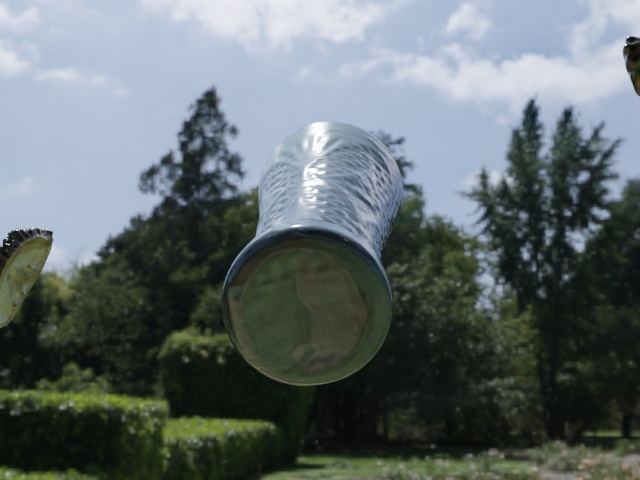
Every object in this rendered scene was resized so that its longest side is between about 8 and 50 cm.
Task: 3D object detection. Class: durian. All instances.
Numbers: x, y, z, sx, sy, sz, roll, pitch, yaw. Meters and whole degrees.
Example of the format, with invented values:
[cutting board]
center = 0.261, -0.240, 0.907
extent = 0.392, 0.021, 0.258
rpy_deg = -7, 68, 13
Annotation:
[durian]
center = -0.306, 0.031, 0.886
extent = 0.052, 0.130, 0.066
rpy_deg = -14, -47, 46

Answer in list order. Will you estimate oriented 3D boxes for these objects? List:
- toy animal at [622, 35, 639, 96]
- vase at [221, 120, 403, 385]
[toy animal]
center = 0.214, -0.071, 0.416
extent = 0.101, 0.103, 0.219
rpy_deg = -26, -60, 29
[vase]
center = 0.000, 0.000, 0.488
extent = 0.096, 0.096, 0.219
rpy_deg = 0, 17, 4
